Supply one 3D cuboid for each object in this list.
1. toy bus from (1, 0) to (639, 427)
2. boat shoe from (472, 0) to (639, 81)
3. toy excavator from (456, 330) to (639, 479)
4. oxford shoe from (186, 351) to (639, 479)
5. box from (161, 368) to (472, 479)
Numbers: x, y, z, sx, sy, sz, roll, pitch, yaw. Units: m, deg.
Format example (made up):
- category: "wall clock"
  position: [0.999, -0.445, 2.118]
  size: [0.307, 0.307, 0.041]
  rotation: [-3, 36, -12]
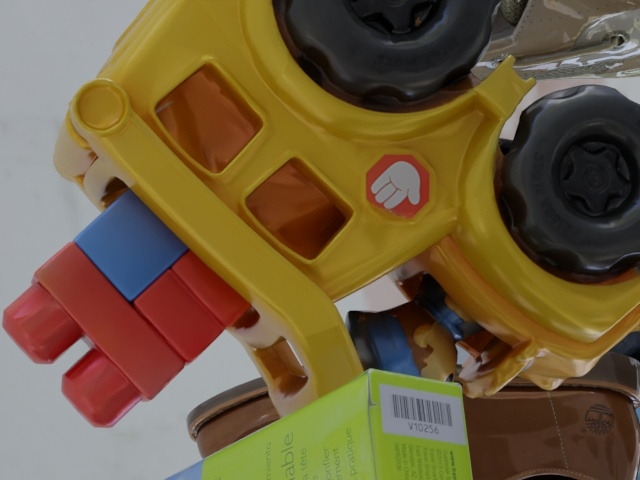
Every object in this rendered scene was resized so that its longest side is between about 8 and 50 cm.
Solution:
- category: "toy bus"
  position: [0.000, 0.000, 0.676]
  size: [0.220, 0.149, 0.211]
  rotation: [44, -105, -4]
- category: "boat shoe"
  position: [0.109, -0.128, 0.852]
  size: [0.098, 0.302, 0.109]
  rotation: [12, -115, -67]
- category: "toy excavator"
  position: [0.144, 0.248, 1.157]
  size: [0.222, 0.433, 0.445]
  rotation: [23, -116, -19]
- category: "oxford shoe"
  position: [0.039, 0.095, 0.844]
  size: [0.076, 0.212, 0.076]
  rotation: [54, -145, -64]
- category: "box"
  position: [-0.021, 0.119, 0.578]
  size: [0.042, 0.178, 0.109]
  rotation: [12, -119, -35]
